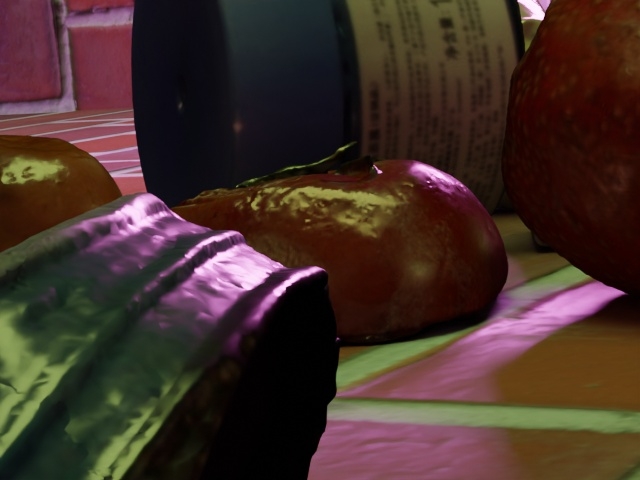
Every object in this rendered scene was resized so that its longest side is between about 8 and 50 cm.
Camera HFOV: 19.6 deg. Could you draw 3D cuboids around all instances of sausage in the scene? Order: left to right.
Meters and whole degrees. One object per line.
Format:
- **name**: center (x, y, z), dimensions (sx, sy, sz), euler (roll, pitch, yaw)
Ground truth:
- **sausage**: center (-0.222, -0.007, 1.143), dimensions (0.258, 0.133, 0.133), euler (-1, 8, 35)

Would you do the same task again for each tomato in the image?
- **tomato**: center (0.000, -0.003, 1.084), dimensions (0.228, 0.101, 0.228), euler (-8, 6, 1)

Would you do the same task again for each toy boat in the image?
- **toy boat**: center (-0.082, 0.051, 0.567), dimensions (0.142, 0.129, 0.309), euler (11, 11, 10)

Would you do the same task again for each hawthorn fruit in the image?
- **hawthorn fruit**: center (0.218, -0.057, 1.016), dimensions (0.205, 0.205, 0.253), euler (-9, 17, -29)

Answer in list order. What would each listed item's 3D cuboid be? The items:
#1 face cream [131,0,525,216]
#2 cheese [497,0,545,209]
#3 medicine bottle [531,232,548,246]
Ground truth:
- **face cream**: center (0.001, -0.110, 1.339), dimensions (0.225, 0.249, 0.249), euler (-3, 6, -21)
- **cheese**: center (0.106, -0.113, 1.556), dimensions (0.248, 0.174, 0.251), euler (-24, 39, -12)
- **medicine bottle**: center (0.241, -0.049, 1.321), dimensions (0.188, 0.088, 0.132), euler (-5, 7, 4)
